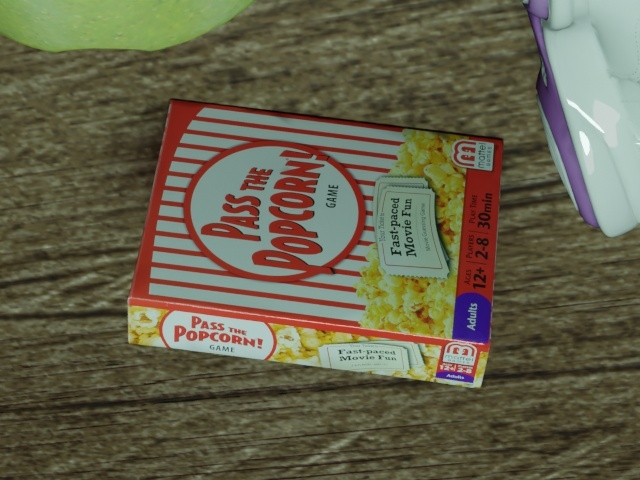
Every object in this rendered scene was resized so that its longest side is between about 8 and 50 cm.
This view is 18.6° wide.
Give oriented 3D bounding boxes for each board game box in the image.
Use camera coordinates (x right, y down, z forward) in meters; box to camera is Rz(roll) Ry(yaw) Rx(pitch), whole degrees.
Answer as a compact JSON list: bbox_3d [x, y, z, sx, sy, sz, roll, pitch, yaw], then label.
[{"bbox_3d":[0.000,0.000,1.081,0.193,0.146,0.045,6,141,1],"label":"board game box"}]

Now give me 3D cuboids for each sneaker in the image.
[{"bbox_3d":[0.168,-0.130,0.948,0.152,0.114,0.305,-15,142,6],"label":"sneaker"}]

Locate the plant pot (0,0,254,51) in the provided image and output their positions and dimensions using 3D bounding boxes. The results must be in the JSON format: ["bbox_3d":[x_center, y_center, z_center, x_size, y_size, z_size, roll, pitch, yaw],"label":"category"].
[{"bbox_3d":[-0.098,-0.213,0.775,0.276,0.276,0.254,3,152,6],"label":"plant pot"}]
